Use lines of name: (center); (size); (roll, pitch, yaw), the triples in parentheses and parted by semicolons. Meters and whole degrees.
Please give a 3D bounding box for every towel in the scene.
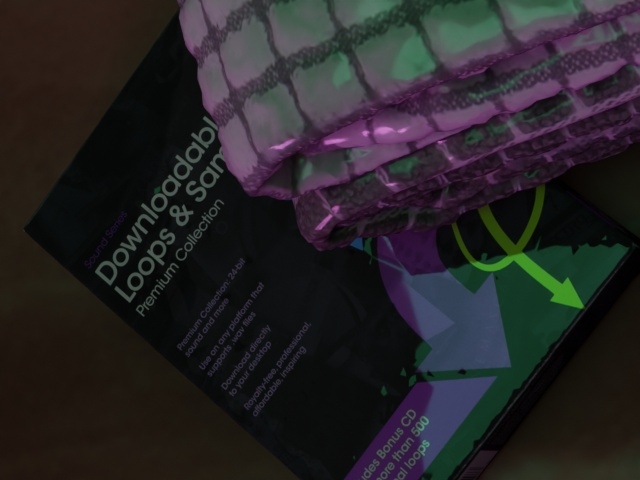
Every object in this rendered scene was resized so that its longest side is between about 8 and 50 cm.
towel: (0.086, -0.150, 0.452); (0.284, 0.121, 0.235); (-20, 70, 12)

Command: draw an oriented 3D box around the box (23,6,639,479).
box: (0.000, 0.000, 0.521); (0.162, 0.029, 0.116); (39, 98, 22)
